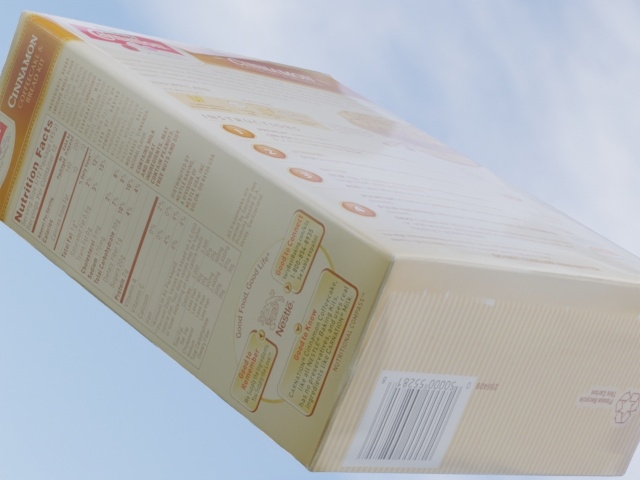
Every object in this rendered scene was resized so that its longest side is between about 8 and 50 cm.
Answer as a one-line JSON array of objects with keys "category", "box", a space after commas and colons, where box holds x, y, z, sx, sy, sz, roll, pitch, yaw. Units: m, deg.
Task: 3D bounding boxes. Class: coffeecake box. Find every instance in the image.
[{"category": "coffeecake box", "box": [0.000, 0.000, 0.620, 0.185, 0.142, 0.068, 34, -71, 42]}]
